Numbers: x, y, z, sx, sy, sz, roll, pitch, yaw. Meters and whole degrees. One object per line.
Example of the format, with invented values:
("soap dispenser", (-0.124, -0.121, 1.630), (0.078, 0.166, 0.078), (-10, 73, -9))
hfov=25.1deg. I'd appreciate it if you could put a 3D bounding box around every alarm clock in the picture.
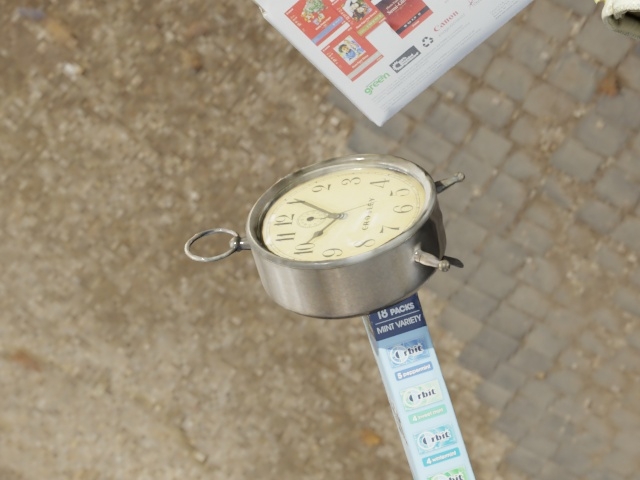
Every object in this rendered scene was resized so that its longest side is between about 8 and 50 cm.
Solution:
("alarm clock", (0.000, 0.000, 0.972), (0.192, 0.129, 0.064), (-2, 126, 15))

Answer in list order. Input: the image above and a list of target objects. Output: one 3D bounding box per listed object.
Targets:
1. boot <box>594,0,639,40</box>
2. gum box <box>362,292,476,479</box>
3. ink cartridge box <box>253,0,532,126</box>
("boot", (0.166, -0.193, 0.710), (0.077, 0.165, 0.213), (3, 166, 39))
("gum box", (0.072, 0.118, 1.063), (0.157, 0.041, 0.184), (-114, 5, -85))
("ink cartridge box", (0.083, -0.319, 1.470), (0.309, 0.130, 0.272), (-38, 128, 14))
